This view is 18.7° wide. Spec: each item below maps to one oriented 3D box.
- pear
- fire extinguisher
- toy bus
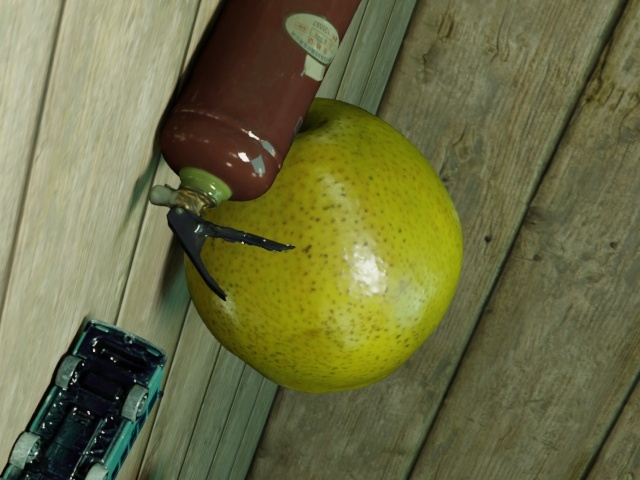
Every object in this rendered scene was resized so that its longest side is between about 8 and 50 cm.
[{"bbox_3d":[0.000,0.000,1.873,0.294,0.294,0.294,23,90,-86],"label":"pear"},{"bbox_3d":[-0.041,-0.114,1.566,0.102,0.138,0.344,93,20,-69],"label":"fire extinguisher"},{"bbox_3d":[-0.189,0.154,1.564,0.092,0.079,0.160,103,12,-64],"label":"toy bus"}]
